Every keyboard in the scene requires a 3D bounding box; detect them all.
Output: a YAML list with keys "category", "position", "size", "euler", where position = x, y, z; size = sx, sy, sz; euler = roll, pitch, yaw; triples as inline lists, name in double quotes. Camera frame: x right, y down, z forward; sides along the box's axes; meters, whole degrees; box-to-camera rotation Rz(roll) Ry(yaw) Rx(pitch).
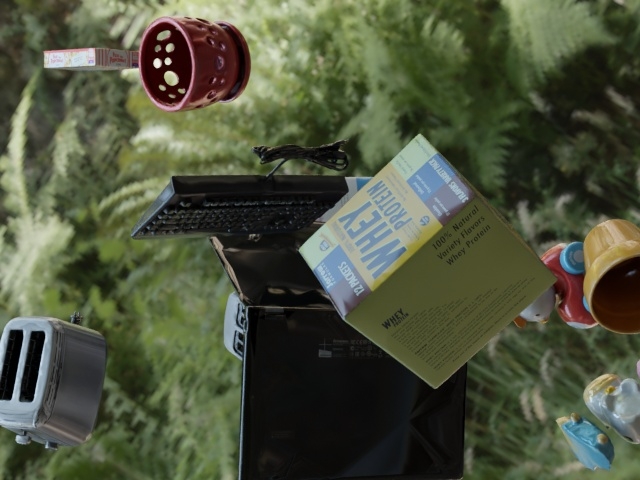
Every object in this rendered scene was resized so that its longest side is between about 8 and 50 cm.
- category: "keyboard"
  position: [-0.077, -0.061, 1.500]
  size: [0.317, 0.033, 0.201]
  euler: [-5, -33, -48]

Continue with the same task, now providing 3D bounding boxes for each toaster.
- category: "toaster"
  position: [-0.096, 0.162, 2.255]
  size: [0.110, 0.185, 0.168]
  euler: [-35, -32, -39]
- category: "toaster"
  position: [-0.421, 0.207, 1.806]
  size: [0.146, 0.129, 0.227]
  euler: [39, -124, -63]

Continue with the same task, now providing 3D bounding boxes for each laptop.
- category: "laptop"
  position: [0.013, 0.165, 1.838]
  size: [0.236, 0.381, 0.408]
  euler: [-5, 82, 64]

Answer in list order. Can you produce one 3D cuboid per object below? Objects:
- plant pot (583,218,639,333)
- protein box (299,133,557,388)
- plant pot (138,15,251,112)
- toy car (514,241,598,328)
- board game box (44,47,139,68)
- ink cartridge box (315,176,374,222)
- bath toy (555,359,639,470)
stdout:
- category: "plant pot"
  position: [0.636, 0.057, 2.421]
  size: [0.188, 0.205, 0.205]
  euler: [-98, 31, -55]
- category: "protein box"
  position: [0.125, 0.027, 1.350]
  size: [0.200, 0.136, 0.201]
  euler: [-43, -47, 9]
- category: "plant pot"
  position: [-0.247, -0.362, 2.358]
  size: [0.174, 0.191, 0.191]
  euler: [-13, -38, -41]
- category: "toy car"
  position: [0.536, 0.142, 2.744]
  size: [0.238, 0.210, 0.219]
  euler: [-27, -7, -8]
- category: "board game box"
  position: [-0.568, -0.448, 2.886]
  size: [0.146, 0.193, 0.045]
  euler: [-6, -82, -52]
- category: "ink cartridge box"
  position: [0.000, 0.000, 2.446]
  size: [0.197, 0.270, 0.198]
  euler: [95, 174, -50]
- category: "bath toy"
  position: [0.553, 0.236, 1.885]
  size: [0.348, 0.151, 0.129]
  euler: [-35, -50, -4]
